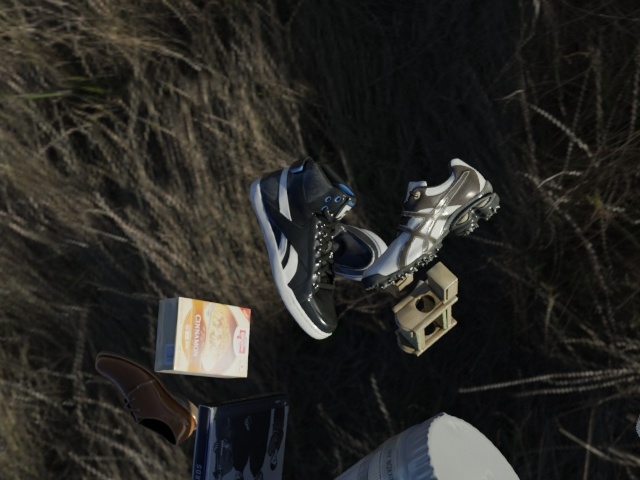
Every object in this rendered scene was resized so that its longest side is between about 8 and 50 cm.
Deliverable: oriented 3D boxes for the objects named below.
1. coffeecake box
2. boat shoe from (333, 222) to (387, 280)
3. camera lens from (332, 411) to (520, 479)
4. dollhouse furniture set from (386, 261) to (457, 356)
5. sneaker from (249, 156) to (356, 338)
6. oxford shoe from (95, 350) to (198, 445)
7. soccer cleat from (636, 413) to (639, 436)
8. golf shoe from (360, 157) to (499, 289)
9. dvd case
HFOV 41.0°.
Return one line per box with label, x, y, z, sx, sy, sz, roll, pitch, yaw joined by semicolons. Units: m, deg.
coffeecake box;-0.233;0.197;1.711;0.068;0.185;0.142;-11;72;42
boat shoe;0.000;-0.006;1.282;0.228;0.076;0.080;31;101;40
camera lens;0.100;0.370;1.047;0.274;0.219;0.219;-42;80;24
dollhouse furniture set;0.133;0.079;1.405;0.101;0.182;0.161;-38;63;-12
sneaker;0.000;0.000;1.031;0.121;0.079;0.217;-27;77;23
oxford shoe;-0.302;0.264;1.438;0.212;0.076;0.076;35;138;7
soccer cleat;0.395;0.222;1.030;0.029;0.083;0.036;15;81;17
golf shoe;0.117;-0.019;1.035;0.198;0.077;0.094;-37;86;-5
dvd case;-0.114;0.340;1.197;0.029;0.179;0.239;6;90;33
